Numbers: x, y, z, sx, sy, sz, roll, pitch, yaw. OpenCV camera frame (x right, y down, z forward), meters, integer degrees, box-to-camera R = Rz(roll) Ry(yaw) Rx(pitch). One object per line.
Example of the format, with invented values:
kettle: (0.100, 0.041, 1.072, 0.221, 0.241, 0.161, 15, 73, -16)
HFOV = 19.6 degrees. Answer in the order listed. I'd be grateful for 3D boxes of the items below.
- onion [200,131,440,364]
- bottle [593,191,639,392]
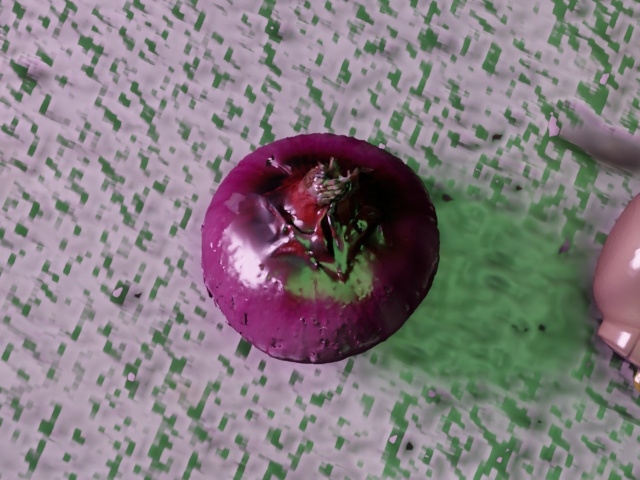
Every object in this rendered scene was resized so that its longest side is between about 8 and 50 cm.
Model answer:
onion: (0.000, 0.000, 0.869, 0.115, 0.104, 0.115, 3, 57, -5)
bottle: (0.232, 0.050, 0.896, 0.209, 0.097, 0.110, 25, 95, -1)
